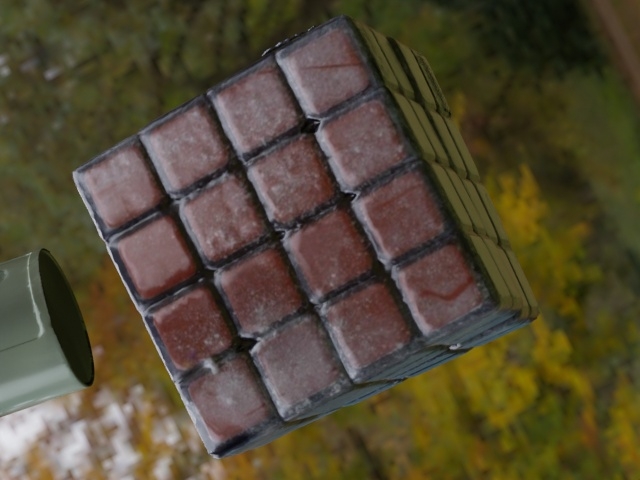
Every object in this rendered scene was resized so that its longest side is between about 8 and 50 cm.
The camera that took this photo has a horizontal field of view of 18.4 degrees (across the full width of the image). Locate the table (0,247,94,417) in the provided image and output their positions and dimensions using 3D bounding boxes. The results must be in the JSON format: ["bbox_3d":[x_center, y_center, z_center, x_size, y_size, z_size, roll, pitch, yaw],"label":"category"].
[{"bbox_3d":[-0.315,0.100,1.666,0.126,0.220,0.126,-19,-90,-86],"label":"table"}]

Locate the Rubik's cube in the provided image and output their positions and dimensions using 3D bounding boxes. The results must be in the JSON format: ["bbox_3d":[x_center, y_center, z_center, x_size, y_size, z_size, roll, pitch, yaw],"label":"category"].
[{"bbox_3d":[0.000,0.000,2.075,0.344,0.344,0.337,65,-167,7],"label":"Rubik's cube"}]
